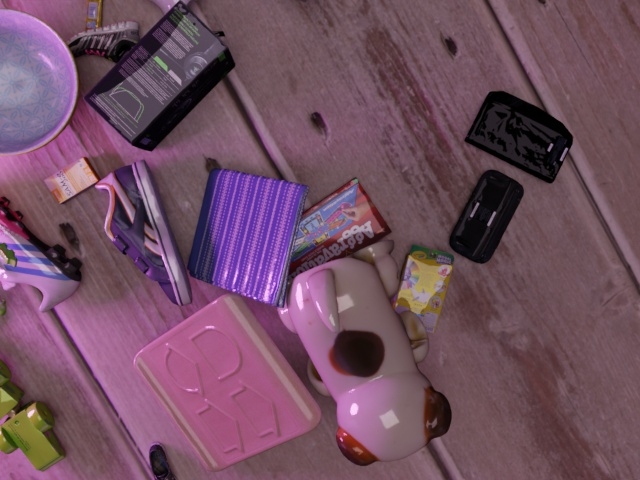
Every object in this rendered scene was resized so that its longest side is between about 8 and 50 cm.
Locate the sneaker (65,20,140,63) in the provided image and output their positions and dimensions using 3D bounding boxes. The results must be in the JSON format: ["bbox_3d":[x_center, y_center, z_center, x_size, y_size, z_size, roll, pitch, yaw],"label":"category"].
[{"bbox_3d":[-0.454,-0.403,1.734,0.171,0.063,0.074,-18,89,-6],"label":"sneaker"}]

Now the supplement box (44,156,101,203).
[{"bbox_3d":[-0.528,-0.128,1.764,0.098,0.036,0.062,-32,94,0],"label":"supplement box"}]

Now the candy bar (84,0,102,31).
[{"bbox_3d":[-0.475,-0.520,1.748,0.040,0.018,0.161,5,94,1],"label":"candy bar"}]

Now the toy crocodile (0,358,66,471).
[{"bbox_3d":[-0.671,0.348,1.768,0.115,0.105,0.340,-38,99,2],"label":"toy crocodile"}]

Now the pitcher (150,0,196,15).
[{"bbox_3d":[-0.322,-0.568,1.711,0.178,0.125,0.207,-44,106,-19],"label":"pitcher"}]

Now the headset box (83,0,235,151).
[{"bbox_3d":[-0.304,-0.327,1.657,0.131,0.246,0.283,44,90,-4],"label":"headset box"}]

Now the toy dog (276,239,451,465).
[{"bbox_3d":[0.103,0.226,1.623,0.285,0.395,0.407,-22,88,-5],"label":"toy dog"}]

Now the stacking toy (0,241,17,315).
[{"bbox_3d":[-0.711,0.037,1.688,0.221,0.052,0.167,38,130,15],"label":"stacking toy"}]

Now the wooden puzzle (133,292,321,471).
[{"bbox_3d":[-0.194,0.298,1.738,0.348,0.080,0.322,-33,93,35],"label":"wooden puzzle"}]

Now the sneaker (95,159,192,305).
[{"bbox_3d":[-0.371,0.000,1.739,0.128,0.126,0.321,-21,84,-5],"label":"sneaker"}]

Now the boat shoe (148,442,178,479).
[{"bbox_3d":[-0.347,0.515,1.816,0.049,0.040,0.142,-18,95,-1],"label":"boat shoe"}]

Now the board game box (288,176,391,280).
[{"bbox_3d":[0.000,0.000,1.803,0.281,0.027,0.145,-34,96,0],"label":"board game box"}]

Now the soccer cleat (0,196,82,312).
[{"bbox_3d":[-0.657,0.016,1.729,0.331,0.116,0.143,42,91,-5],"label":"soccer cleat"}]

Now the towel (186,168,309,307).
[{"bbox_3d":[-0.151,-0.013,1.671,0.040,0.336,0.243,11,93,-41],"label":"towel"}]

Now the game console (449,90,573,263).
[{"bbox_3d":[0.386,-0.130,1.804,0.213,0.044,0.361,27,92,-3],"label":"game console"}]

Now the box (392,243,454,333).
[{"bbox_3d":[0.222,0.104,1.813,0.105,0.043,0.179,15,96,-3],"label":"box"}]

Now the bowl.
[{"bbox_3d":[-0.622,-0.313,1.687,0.290,0.156,0.289,0,95,-3],"label":"bowl"}]
